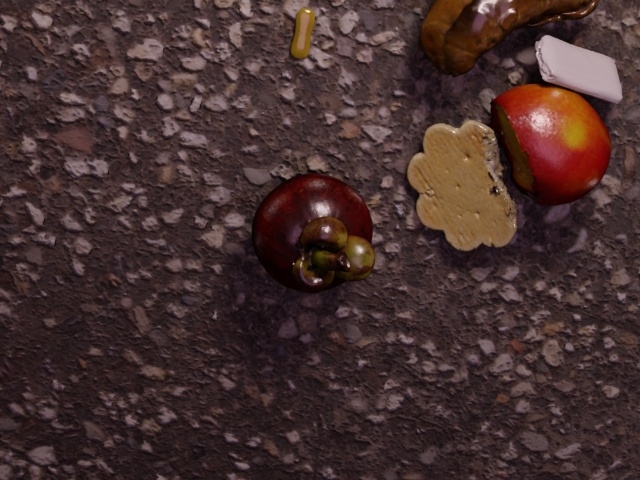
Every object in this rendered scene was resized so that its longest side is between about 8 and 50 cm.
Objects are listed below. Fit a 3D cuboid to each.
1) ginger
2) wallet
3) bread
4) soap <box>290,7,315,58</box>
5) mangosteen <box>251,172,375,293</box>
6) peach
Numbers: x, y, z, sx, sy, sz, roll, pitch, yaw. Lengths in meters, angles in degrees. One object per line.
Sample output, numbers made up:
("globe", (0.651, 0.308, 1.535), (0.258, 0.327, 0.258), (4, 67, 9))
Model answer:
("ginger", (0.308, -0.404, 1.860), (0.321, 0.165, 0.172), (-25, 103, 1))
("wallet", (0.447, -0.297, 1.924), (0.190, 0.095, 0.033), (13, 146, -30))
("bread", (0.251, -0.097, 2.009), (0.181, 0.039, 0.251), (-8, 112, 27))
("soap", (-0.031, -0.360, 1.934), (0.034, 0.012, 0.089), (8, 109, -7))
("mangosteen", (0.000, 0.000, 1.938), (0.215, 0.257, 0.215), (-11, 117, -22))
("peach", (0.386, -0.169, 1.941), (0.226, 0.190, 0.196), (24, 136, -12))
